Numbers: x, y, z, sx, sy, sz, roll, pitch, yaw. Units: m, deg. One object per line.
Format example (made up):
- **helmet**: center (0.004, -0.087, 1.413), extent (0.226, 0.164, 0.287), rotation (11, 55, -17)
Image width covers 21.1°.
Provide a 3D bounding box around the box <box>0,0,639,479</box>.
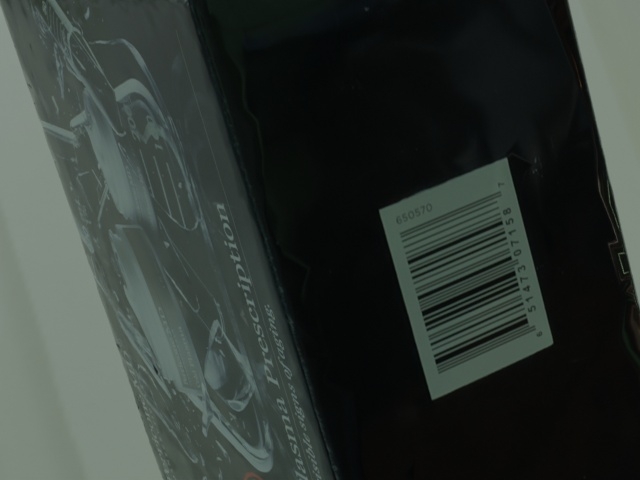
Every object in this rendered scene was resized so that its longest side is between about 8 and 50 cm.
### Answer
- **box**: center (0.000, 0.000, 0.899), extent (0.179, 0.312, 0.343), rotation (-22, -73, -20)
